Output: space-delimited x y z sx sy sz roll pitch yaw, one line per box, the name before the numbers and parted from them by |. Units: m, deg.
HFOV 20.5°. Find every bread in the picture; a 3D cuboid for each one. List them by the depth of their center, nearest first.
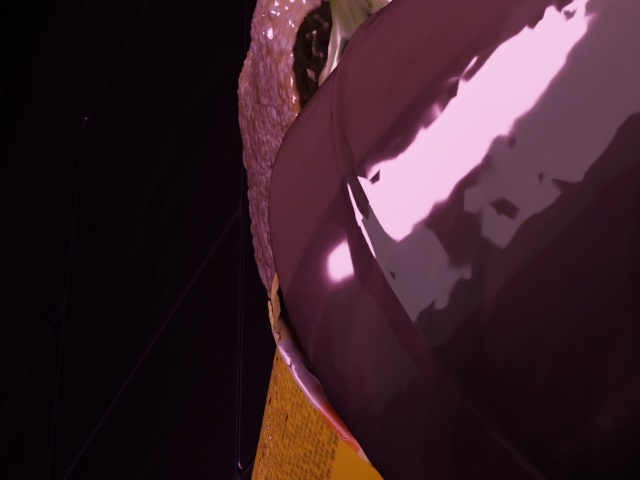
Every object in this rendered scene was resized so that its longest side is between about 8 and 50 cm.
bread | 0.000 0.000 0.953 0.207 0.056 0.287 149 110 -77

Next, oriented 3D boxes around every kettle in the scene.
kettle | 0.149 -0.098 0.467 0.324 0.228 0.321 -48 55 34

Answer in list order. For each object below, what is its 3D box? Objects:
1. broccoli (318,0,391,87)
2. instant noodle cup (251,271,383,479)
broccoli | 0.087 -0.163 0.719 0.294 0.245 0.265 -53 -4 -12
instant noodle cup | 0.057 0.095 0.666 0.205 0.205 0.153 -101 26 -53
